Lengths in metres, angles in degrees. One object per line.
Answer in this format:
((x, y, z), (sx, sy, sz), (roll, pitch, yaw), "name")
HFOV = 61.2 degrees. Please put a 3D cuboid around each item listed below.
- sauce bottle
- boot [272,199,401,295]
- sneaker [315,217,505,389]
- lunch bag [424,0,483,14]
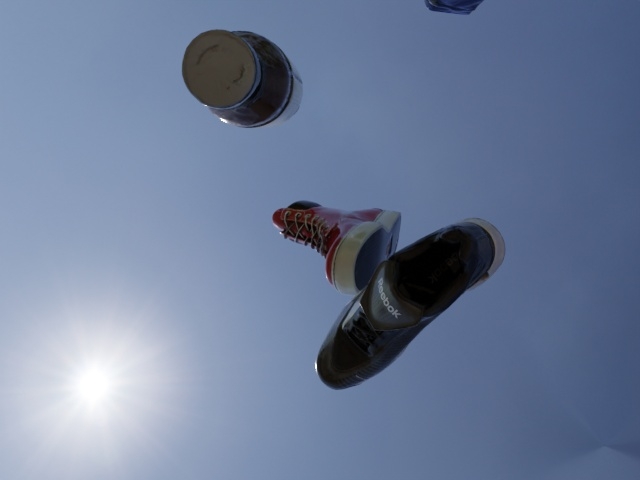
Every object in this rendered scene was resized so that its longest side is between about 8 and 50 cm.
((-0.085, -0.192, 0.653), (0.111, 0.344, 0.112), (0, -80, 3), "sauce bottle")
((0.000, 0.000, 0.708), (0.176, 0.244, 0.089), (10, -75, 14), "boot")
((0.068, 0.062, 0.515), (0.234, 0.106, 0.078), (-44, -111, 17), "sneaker")
((0.192, -0.369, 0.784), (0.065, 0.098, 0.067), (152, -65, -68), "lunch bag")
